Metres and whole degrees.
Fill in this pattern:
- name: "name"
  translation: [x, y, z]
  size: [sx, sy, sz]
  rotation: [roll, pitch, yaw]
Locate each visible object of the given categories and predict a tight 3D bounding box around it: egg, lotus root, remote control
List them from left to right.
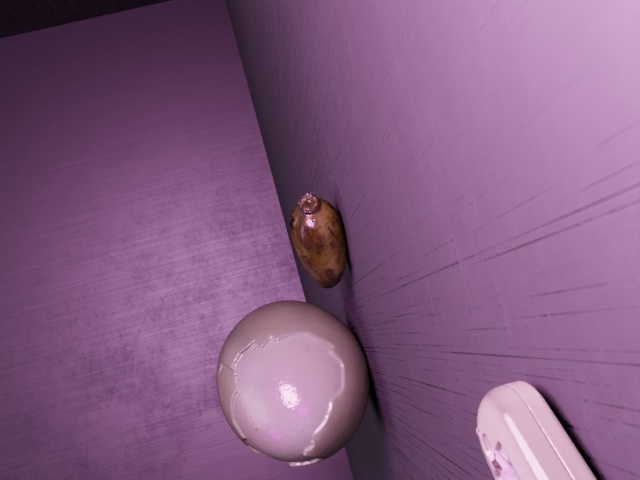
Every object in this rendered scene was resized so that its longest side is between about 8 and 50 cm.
- name: "egg"
  translation: [-0.048, 0.256, 1.273]
  size: [0.336, 0.278, 0.278]
  rotation: [-140, 35, -76]
- name: "lotus root"
  translation: [0.000, 0.000, 1.135]
  size: [0.089, 0.080, 0.179]
  rotation: [47, 159, 50]
- name: "remote control"
  translation: [0.139, 0.168, 0.374]
  size: [0.221, 0.042, 0.078]
  rotation: [-111, 9, -51]
